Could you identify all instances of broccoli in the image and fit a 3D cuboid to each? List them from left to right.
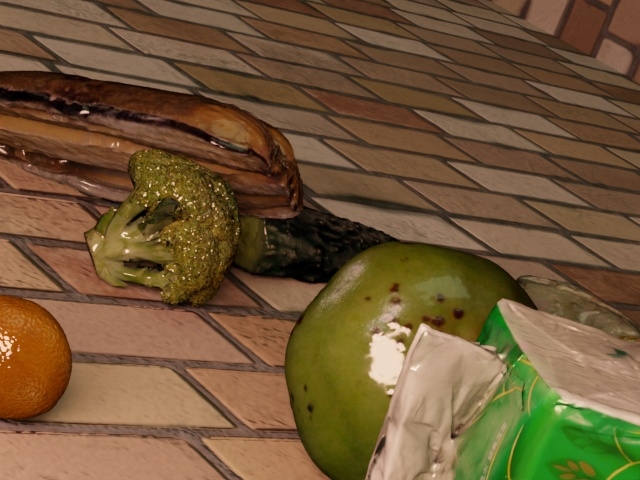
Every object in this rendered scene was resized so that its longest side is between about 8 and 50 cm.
[{"bbox_3d":[-0.119,-0.008,1.523,0.120,0.130,0.131,-18,42,-7],"label":"broccoli"}]

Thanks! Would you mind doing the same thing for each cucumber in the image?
[{"bbox_3d":[0.000,-0.003,1.741,0.211,0.062,0.078,4,23,-48],"label":"cucumber"}]

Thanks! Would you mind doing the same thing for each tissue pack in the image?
[{"bbox_3d":[0.089,0.150,1.065,0.156,0.209,0.148,18,16,-11],"label":"tissue pack"}]

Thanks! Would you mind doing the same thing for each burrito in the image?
[{"bbox_3d":[0.277,0.115,1.712,0.309,0.066,0.096,32,24,36],"label":"burrito"}]

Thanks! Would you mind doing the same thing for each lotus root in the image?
[{"bbox_3d":[-0.163,-0.094,1.631,0.329,0.078,0.167,13,-24,20],"label":"lotus root"}]

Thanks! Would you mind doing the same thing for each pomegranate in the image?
[{"bbox_3d":[0.056,0.089,1.334,0.181,0.181,0.224,18,-4,-14],"label":"pomegranate"}]

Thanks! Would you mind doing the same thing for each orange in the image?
[{"bbox_3d":[-0.190,0.071,1.211,0.085,0.085,0.085,20,15,-6],"label":"orange"}]
